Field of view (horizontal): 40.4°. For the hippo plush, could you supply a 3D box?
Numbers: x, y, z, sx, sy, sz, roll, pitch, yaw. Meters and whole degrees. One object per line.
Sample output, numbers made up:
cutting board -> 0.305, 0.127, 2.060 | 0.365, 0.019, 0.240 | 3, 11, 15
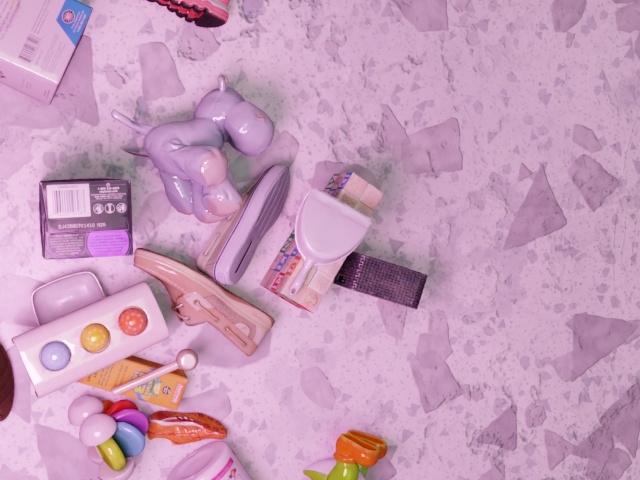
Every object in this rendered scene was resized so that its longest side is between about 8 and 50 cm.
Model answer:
hippo plush -> -0.227, -0.193, 1.808 | 0.294, 0.234, 0.236 | 30, 60, 23

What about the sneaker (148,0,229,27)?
sneaker -> -0.323, -0.556, 1.783 | 0.314, 0.116, 0.136 | 22, 77, -25

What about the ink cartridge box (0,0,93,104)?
ink cartridge box -> -0.584, -0.398, 1.652 | 0.233, 0.168, 0.171 | 25, 76, -18

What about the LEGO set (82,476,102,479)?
LEGO set -> -0.468, 0.521, 1.851 | 0.083, 0.023, 0.054 | 17, 86, -5

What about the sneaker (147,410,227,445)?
sneaker -> -0.289, 0.412, 1.886 | 0.175, 0.064, 0.067 | 11, 108, -13

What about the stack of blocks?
stack of blocks -> 0.000, 0.000, 1.883 | 0.087, 0.171, 0.297 | 33, 83, -18

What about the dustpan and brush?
dustpan and brush -> -0.007, 0.018, 1.769 | 0.147, 0.060, 0.211 | 29, 77, -7

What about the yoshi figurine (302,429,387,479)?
yoshi figurine -> 0.064, 0.625, 1.945 | 0.204, 0.203, 0.362 | 20, 91, -25

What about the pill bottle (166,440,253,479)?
pill bottle -> -0.194, 0.589, 1.870 | 0.160, 0.160, 0.283 | -34, 103, -13

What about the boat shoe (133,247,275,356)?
boat shoe -> -0.257, 0.131, 1.835 | 0.341, 0.122, 0.110 | 33, 83, -19

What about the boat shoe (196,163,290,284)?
boat shoe -> -0.163, -0.047, 1.852 | 0.094, 0.109, 0.302 | 19, 63, 21

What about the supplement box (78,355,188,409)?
supplement box -> -0.400, 0.283, 1.823 | 0.234, 0.080, 0.078 | 20, 87, -20

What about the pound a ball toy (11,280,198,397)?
pound a ball toy -> -0.410, 0.218, 1.708 | 0.319, 0.136, 0.208 | -24, 92, -22

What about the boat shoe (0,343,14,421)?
boat shoe -> -0.685, 0.238, 1.733 | 0.095, 0.095, 0.257 | -5, 100, 16

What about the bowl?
bowl -> -0.512, 0.141, 1.788 | 0.142, 0.053, 0.142 | -20, 101, -16

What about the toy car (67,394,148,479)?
toy car -> -0.420, 0.391, 1.775 | 0.136, 0.182, 0.159 | -28, 121, -20

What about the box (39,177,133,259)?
box -> -0.456, -0.048, 1.677 | 0.165, 0.270, 0.143 | -2, 95, -18

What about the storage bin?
storage bin -> 0.135, 0.087, 1.959 | 0.180, 0.122, 0.084 | 17, 89, -19
